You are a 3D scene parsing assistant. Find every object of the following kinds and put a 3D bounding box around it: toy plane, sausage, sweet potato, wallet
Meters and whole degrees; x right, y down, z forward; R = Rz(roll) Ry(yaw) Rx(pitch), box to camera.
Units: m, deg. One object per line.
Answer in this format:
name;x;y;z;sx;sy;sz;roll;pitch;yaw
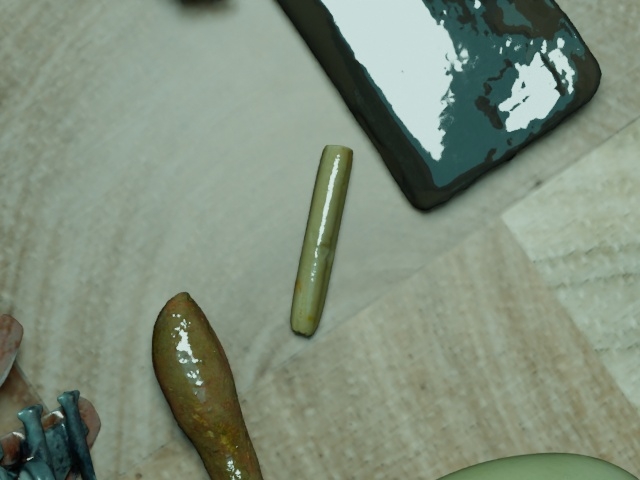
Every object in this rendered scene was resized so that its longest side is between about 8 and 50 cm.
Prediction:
toy plane;-0.217;0.223;1.121;0.223;0.104;0.326;-19;91;-31
sausage;0.000;0.000;1.177;0.024;0.024;0.132;11;85;0
sweet potato;-0.063;0.138;1.153;0.050;0.050;0.214;-23;86;-2
wallet;0.050;-0.187;1.181;0.165;0.042;0.309;-33;86;0

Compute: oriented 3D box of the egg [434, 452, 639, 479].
egg;0.111;0.236;1.082;0.254;0.188;0.188;-34;88;-8
